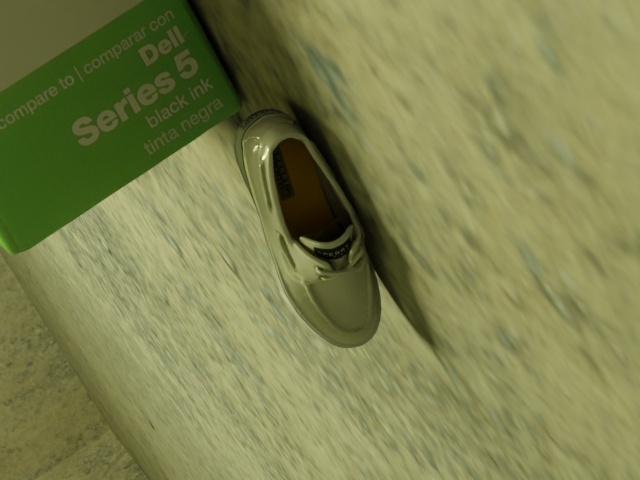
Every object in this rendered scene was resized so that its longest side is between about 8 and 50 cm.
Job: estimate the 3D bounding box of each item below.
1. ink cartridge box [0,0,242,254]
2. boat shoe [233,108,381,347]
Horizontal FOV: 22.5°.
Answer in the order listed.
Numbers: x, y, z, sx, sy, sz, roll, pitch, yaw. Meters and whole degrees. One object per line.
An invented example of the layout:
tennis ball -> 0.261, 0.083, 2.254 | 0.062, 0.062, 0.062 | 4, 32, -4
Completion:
ink cartridge box -> -0.168, -0.154, 0.641 | 0.198, 0.115, 0.273 | 34, 154, 60
boat shoe -> 0.000, 0.000, 0.581 | 0.035, 0.035, 0.100 | 39, 152, 62
